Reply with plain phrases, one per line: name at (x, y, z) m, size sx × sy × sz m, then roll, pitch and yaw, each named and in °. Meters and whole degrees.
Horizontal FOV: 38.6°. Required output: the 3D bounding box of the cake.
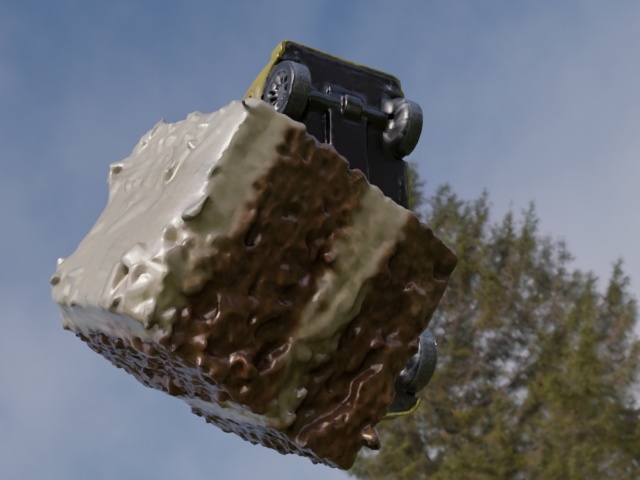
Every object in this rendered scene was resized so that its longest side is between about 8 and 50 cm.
cake at (-0.037, 0.019, 0.457) m, size 0.147 × 0.134 × 0.135 m, roll 43°, pitch -115°, yaw -30°

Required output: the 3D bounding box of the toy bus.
toy bus at (0.000, 0.000, 0.807) m, size 0.145 × 0.331 × 0.151 m, roll 14°, pitch -28°, yaw -28°
